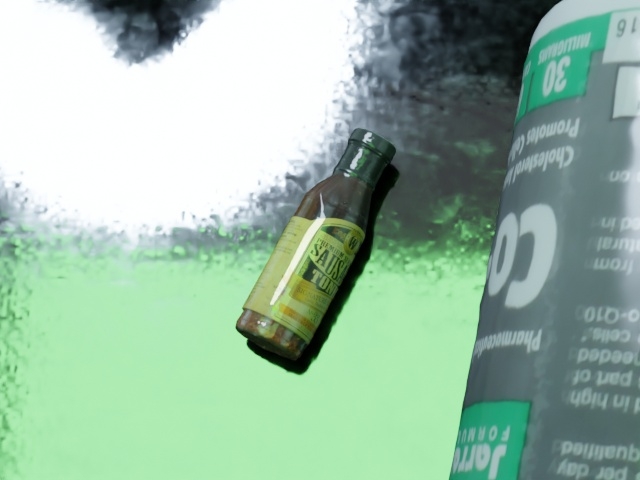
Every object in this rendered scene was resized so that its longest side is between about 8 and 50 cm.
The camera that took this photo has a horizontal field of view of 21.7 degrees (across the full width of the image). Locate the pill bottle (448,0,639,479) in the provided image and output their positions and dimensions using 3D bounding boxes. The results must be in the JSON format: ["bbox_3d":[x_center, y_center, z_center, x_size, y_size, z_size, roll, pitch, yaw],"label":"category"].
[{"bbox_3d":[0.168,0.079,0.766,0.204,0.204,0.361,10,75,8],"label":"pill bottle"}]

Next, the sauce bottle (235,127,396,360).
[{"bbox_3d":[0.000,0.000,0.889,0.042,0.042,0.128,25,80,12],"label":"sauce bottle"}]
